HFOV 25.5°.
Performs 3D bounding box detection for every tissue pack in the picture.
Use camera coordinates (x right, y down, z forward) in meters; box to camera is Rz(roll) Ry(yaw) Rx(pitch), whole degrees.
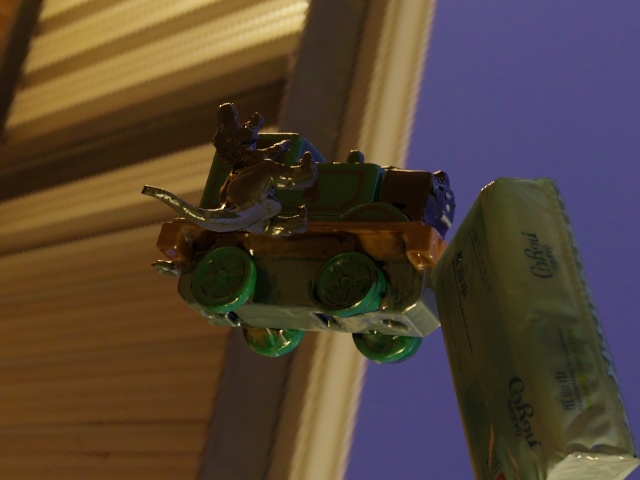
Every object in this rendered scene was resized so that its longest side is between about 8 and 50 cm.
[{"bbox_3d":[0.169,0.099,1.183,0.177,0.089,0.263,115,-31,-53],"label":"tissue pack"}]

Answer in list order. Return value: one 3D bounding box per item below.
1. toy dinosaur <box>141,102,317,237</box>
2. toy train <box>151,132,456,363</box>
[{"bbox_3d":[-0.099,-0.054,1.349,0.187,0.178,0.087,-120,-148,-55],"label":"toy dinosaur"},{"bbox_3d":[0.000,0.000,1.657,0.429,0.178,0.249,1,-115,25],"label":"toy train"}]
